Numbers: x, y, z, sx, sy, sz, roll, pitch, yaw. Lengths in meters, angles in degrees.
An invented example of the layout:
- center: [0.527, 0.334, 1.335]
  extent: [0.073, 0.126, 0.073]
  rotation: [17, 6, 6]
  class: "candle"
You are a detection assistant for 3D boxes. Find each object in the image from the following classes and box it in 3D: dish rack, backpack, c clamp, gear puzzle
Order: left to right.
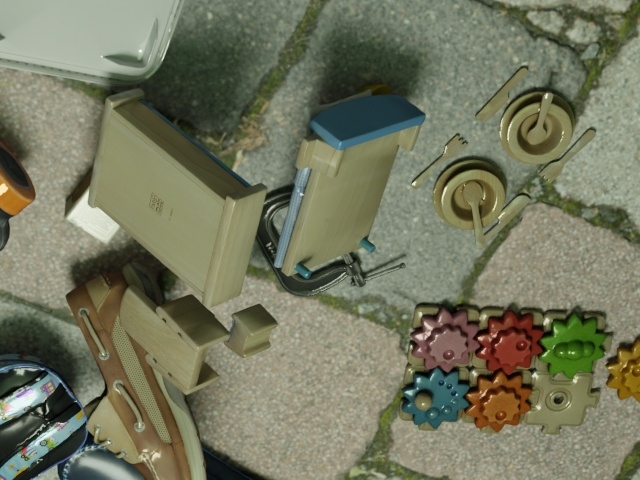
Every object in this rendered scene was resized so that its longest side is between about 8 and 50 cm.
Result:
- center: [-0.355, 0.197, 1.779]
  extent: [0.173, 0.117, 0.158]
  rotation: [-30, 116, 7]
  class: "backpack"
- center: [-0.232, -0.304, 1.536]
  extent: [0.285, 0.072, 0.333]
  rotation: [8, 114, -32]
  class: "dish rack"
- center: [0.000, 0.000, 1.794]
  extent: [0.137, 0.022, 0.161]
  rotation: [-28, 118, 11]
  class: "c clamp"
- center: [0.267, 0.168, 1.899]
  extent: [0.338, 0.044, 0.176]
  rotation: [3, 115, -10]
  class: "gear puzzle"

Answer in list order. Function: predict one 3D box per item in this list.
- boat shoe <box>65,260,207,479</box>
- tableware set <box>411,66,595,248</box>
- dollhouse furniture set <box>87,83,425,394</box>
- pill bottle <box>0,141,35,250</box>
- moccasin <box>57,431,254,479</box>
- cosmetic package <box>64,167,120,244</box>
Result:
- center: [-0.205, 0.190, 1.750]
  extent: [0.116, 0.123, 0.325]
  rotation: [-14, 85, -12]
  class: "boat shoe"
- center: [0.210, -0.084, 1.771]
  extent: [0.128, 0.039, 0.194]
  rotation: [38, 105, -23]
  class: "tableware set"
- center: [-0.071, -0.042, 1.701]
  extent: [0.303, 0.198, 0.286]
  rotation: [-22, 140, -41]
  class: "dollhouse furniture set"
- center: [-0.422, -0.008, 1.663]
  extent: [0.245, 0.130, 0.130]
  rotation: [-36, 115, 9]
  class: "pill bottle"
- center: [-0.148, 0.316, 1.868]
  extent: [0.342, 0.117, 0.138]
  rotation: [21, 111, -17]
  class: "moccasin"
- center: [-0.224, -0.059, 1.717]
  extent: [0.060, 0.041, 0.115]
  rotation: [35, 106, -22]
  class: "cosmetic package"
